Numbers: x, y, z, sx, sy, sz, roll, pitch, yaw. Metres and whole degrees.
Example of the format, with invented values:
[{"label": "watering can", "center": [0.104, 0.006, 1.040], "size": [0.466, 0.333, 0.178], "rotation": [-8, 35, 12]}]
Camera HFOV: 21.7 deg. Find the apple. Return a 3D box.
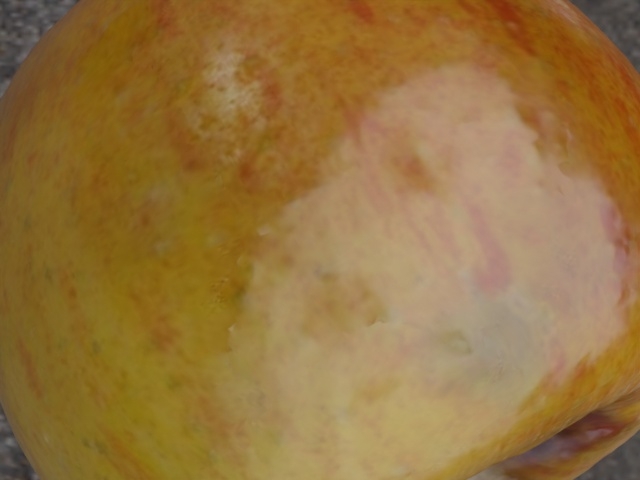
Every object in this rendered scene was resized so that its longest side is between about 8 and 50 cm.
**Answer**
[{"label": "apple", "center": [0.000, 0.000, 0.695], "size": [0.299, 0.299, 0.275], "rotation": [-3, 61, -46]}]
